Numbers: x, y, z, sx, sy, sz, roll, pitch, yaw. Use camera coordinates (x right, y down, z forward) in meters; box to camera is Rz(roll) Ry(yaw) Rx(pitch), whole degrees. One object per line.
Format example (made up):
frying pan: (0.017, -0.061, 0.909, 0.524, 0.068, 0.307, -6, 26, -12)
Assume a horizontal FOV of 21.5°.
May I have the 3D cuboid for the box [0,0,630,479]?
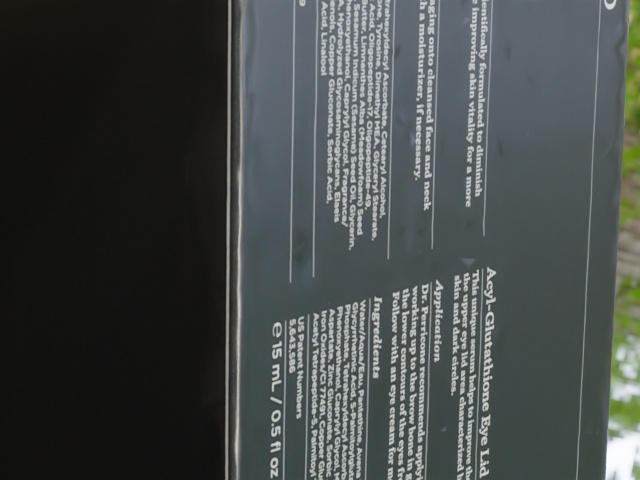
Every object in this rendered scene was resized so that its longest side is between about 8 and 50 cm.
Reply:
box: (0.000, 0.000, 0.477, 0.103, 0.184, 0.261, 10, -77, 40)
